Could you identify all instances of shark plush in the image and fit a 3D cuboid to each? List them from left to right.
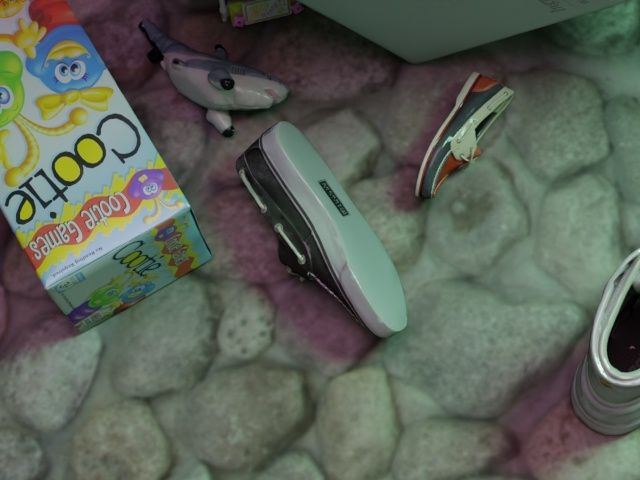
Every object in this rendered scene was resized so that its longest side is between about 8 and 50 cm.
[{"bbox_3d":[-0.108,-0.160,1.488,0.161,0.073,0.067,27,54,32],"label":"shark plush"}]

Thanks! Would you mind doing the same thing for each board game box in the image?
[{"bbox_3d":[-0.232,-0.082,1.405,0.142,0.144,0.275,-30,72,-6],"label":"board game box"}]

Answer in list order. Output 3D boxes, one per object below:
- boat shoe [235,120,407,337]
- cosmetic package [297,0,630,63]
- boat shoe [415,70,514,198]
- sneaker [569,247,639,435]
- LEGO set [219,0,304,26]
[{"bbox_3d":[0.000,0.000,1.408,0.070,0.078,0.219,-38,74,27],"label":"boat shoe"},{"bbox_3d":[0.142,-0.384,1.303,0.394,0.327,0.329,-13,69,36],"label":"cosmetic package"},{"bbox_3d":[0.130,-0.093,1.439,0.043,0.049,0.137,27,71,9],"label":"boat shoe"},{"bbox_3d":[0.320,0.026,1.324,0.108,0.169,0.292,33,75,15],"label":"sneaker"},{"bbox_3d":[-0.111,-0.272,1.505,0.287,0.107,0.132,-2,37,8],"label":"LEGO set"}]
